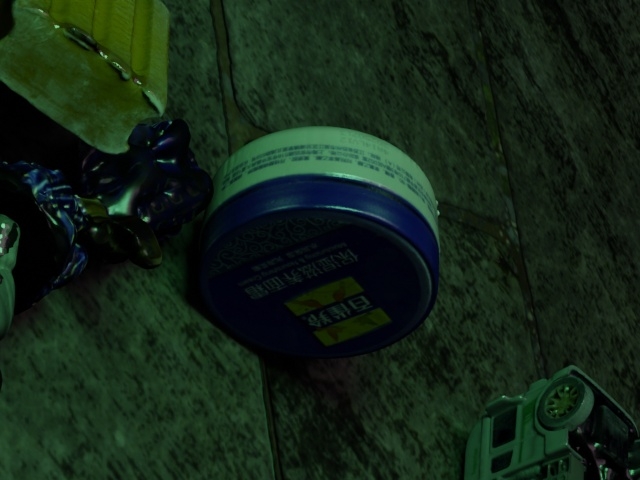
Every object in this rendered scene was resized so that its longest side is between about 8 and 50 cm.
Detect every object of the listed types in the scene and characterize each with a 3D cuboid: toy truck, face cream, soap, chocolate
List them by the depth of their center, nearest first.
[{"bbox_3d":[-0.179,-0.023,1.497,0.148,0.126,0.343,30,22,15],"label":"chocolate"},{"bbox_3d":[-0.191,-0.171,1.511,0.140,0.073,0.232,37,20,-21],"label":"soap"},{"bbox_3d":[0.000,0.000,1.627,0.206,0.206,0.111,40,39,-33],"label":"face cream"},{"bbox_3d":[0.212,0.302,1.755,0.146,0.175,0.367,43,40,-32],"label":"toy truck"}]

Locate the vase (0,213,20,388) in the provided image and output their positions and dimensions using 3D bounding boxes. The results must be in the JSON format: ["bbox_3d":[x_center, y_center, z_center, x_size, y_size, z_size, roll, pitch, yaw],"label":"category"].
[{"bbox_3d":[-0.245,0.083,1.303,0.060,0.060,0.211,25,74,-44],"label":"vase"}]
